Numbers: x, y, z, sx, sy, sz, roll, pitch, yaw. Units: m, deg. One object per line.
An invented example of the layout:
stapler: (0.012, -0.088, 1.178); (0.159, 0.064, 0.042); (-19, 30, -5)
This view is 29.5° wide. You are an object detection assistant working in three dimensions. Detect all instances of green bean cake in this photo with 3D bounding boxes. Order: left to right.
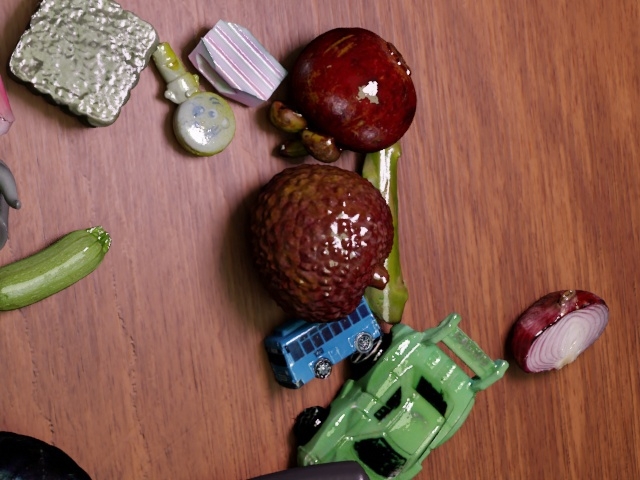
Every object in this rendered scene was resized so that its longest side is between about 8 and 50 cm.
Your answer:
green bean cake: (-0.364, -0.285, 1.851); (0.185, 0.094, 0.183); (31, 80, -22)

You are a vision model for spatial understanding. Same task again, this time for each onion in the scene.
onion: (0.423, 0.146, 2.221); (0.206, 0.098, 0.151); (-21, 124, -24)

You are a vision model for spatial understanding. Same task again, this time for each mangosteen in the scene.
mangosteen: (0.028, -0.224, 1.985); (0.257, 0.215, 0.215); (-35, 108, 11)

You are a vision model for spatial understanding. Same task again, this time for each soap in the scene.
soap: (-0.137, -0.285, 1.963); (0.149, 0.056, 0.100); (45, 57, -19)

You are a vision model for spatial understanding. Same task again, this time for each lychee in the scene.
lychee: (0.000, 0.000, 1.950); (0.260, 0.260, 0.261); (-1, 93, -24)

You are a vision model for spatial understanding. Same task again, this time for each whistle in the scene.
whistle: (-0.213, -0.225, 1.950); (0.104, 0.057, 0.198); (-38, 100, -29)

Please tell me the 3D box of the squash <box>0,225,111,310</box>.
squash: (-0.417, 0.045, 1.856); (0.219, 0.068, 0.077); (-31, 99, -21)

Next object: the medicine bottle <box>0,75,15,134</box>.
medicine bottle: (-0.540, -0.258, 1.748); (0.147, 0.147, 0.247); (-19, 100, -22)

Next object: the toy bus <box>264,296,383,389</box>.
toy bus: (0.000, 0.165, 2.040); (0.184, 0.090, 0.106); (-31, 104, -22)

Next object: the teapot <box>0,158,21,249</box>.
teapot: (-0.519, -0.020, 1.733); (0.239, 0.149, 0.162); (-31, 144, 16)

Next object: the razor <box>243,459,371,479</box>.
razor: (-0.065, 0.476, 1.967); (0.349, 0.113, 0.204); (-14, 105, -2)

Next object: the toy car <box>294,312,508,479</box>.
toy car: (0.130, 0.293, 2.057); (0.213, 0.176, 0.359); (46, 75, -18)

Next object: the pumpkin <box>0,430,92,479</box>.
pumpkin: (-0.464, 0.423, 1.754); (0.315, 0.238, 0.315); (2, 60, -4)

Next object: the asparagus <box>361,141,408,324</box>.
asparagus: (0.103, -0.028, 2.082); (0.082, 0.085, 0.343); (-3, 90, -18)
